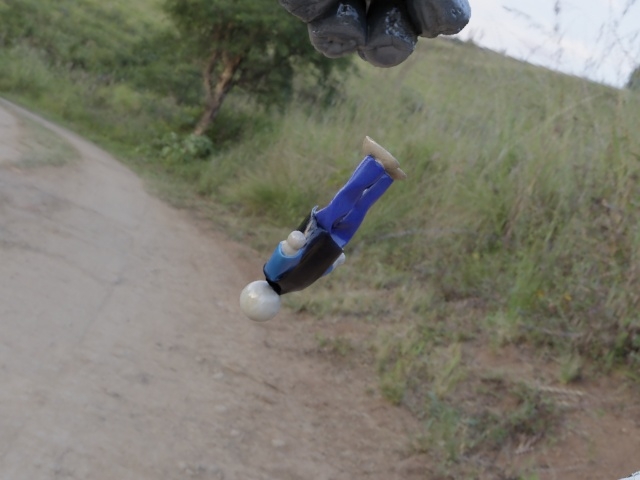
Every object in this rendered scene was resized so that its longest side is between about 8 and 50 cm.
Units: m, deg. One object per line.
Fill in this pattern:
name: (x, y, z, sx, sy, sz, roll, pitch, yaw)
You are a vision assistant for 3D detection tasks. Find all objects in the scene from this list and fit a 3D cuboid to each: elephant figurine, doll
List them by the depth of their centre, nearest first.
elephant figurine: (0.043, -0.282, 0.680, 0.186, 0.239, 0.169, -21, -39, 36)
doll: (0.000, 0.000, 0.721, 0.046, 0.189, 0.129, 41, 0, 20)

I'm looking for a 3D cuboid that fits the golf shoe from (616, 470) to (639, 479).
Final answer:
golf shoe: (0.328, 0.242, 0.773, 0.086, 0.176, 0.069, 24, 19, 10)
